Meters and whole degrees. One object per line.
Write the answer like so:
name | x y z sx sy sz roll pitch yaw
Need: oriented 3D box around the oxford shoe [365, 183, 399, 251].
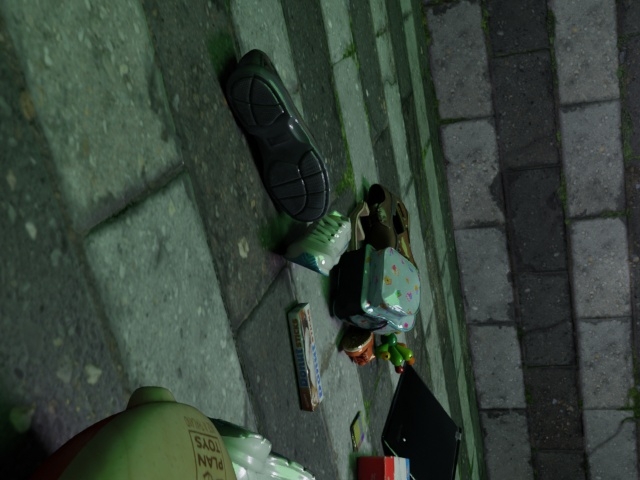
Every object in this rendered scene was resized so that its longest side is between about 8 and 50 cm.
oxford shoe | 0.136 -0.039 1.695 0.096 0.082 0.227 45 36 -48

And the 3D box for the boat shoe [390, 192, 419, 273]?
boat shoe | 0.177 0.022 1.761 0.104 0.110 0.308 52 27 -52

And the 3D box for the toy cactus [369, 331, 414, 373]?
toy cactus | 0.147 0.219 1.650 0.219 0.112 0.181 49 21 -57

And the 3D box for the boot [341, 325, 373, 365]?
boot | 0.086 0.233 1.491 0.158 0.059 0.085 -23 112 -72

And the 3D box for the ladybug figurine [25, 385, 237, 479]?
ladybug figurine | -0.168 0.339 0.528 0.305 0.161 0.450 51 39 -61

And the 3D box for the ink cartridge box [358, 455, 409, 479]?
ink cartridge box | 0.135 0.540 1.519 0.231 0.077 0.134 45 43 -63

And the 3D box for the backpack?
backpack | 0.129 0.108 1.452 0.188 0.144 0.166 37 47 -45

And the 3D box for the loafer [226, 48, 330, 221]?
loafer | -0.053 -0.163 1.110 0.095 0.109 0.303 -82 155 -45

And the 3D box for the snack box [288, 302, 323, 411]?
snack box | -0.025 0.202 1.215 0.064 0.022 0.178 -35 118 -71

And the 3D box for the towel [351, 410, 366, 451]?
towel | 0.081 0.410 1.501 0.083 0.009 0.060 -43 125 -68

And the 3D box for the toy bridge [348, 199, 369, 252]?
toy bridge | 0.082 -0.027 1.593 0.188 0.026 0.063 -78 154 -42

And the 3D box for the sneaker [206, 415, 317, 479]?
sneaker | -0.097 0.320 0.887 0.297 0.110 0.129 53 52 -52

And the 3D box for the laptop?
laptop | 0.248 0.629 1.932 0.382 0.236 0.408 -52 163 -63

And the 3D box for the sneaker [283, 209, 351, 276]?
sneaker | 0.000 0.000 1.203 0.228 0.087 0.092 -44 157 -77
